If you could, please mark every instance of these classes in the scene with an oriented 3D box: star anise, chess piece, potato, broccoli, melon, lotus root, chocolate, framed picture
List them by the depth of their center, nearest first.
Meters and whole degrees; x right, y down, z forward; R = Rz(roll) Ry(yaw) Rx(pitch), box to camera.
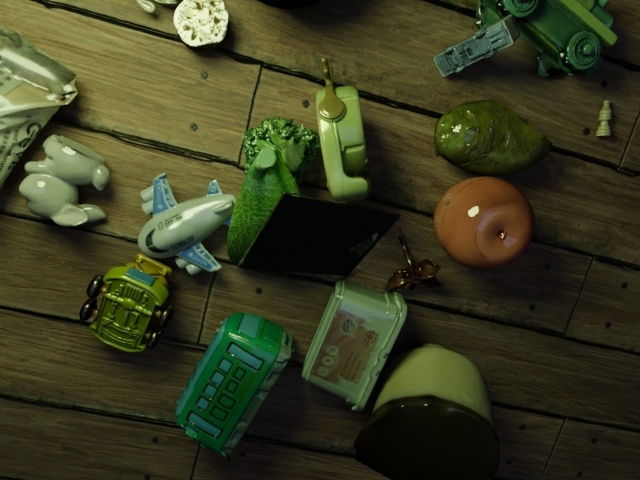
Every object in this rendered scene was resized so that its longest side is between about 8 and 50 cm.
[{"bbox_3d":[-0.264,-0.489,1.015,0.123,0.081,0.112,-12,102,-2],"label":"lotus root"},{"bbox_3d":[-0.124,-0.058,1.030,0.196,0.124,0.323,-6,147,-10],"label":"melon"},{"bbox_3d":[0.000,0.000,1.055,0.324,0.013,0.244,7,136,-35],"label":"framed picture"},{"bbox_3d":[-0.092,-0.201,1.066,0.196,0.156,0.195,-10,106,-37],"label":"broccoli"},{"bbox_3d":[0.421,-0.250,1.107,0.299,0.141,0.175,6,115,-14],"label":"potato"},{"bbox_3d":[0.741,-0.319,1.173,0.035,0.035,0.092,-1,99,-5],"label":"chess piece"},{"bbox_3d":[0.288,0.445,1.182,0.314,0.297,0.326,31,116,-4],"label":"chocolate"},{"bbox_3d":[0.246,0.059,1.207,0.159,0.144,0.140,-7,148,3],"label":"star anise"}]

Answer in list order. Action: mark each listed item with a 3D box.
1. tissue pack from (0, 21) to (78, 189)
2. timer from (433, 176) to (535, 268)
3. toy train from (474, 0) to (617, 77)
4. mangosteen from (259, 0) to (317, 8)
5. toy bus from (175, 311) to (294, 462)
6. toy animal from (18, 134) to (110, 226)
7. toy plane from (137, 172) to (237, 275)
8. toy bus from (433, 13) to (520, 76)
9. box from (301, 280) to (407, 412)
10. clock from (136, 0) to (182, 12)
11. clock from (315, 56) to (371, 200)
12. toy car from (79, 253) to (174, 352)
[{"bbox_3d":[-0.778,-0.312,0.951,0.390,0.195,0.375,38,93,-12],"label":"tissue pack"},{"bbox_3d":[0.399,-0.045,1.113,0.230,0.215,0.229,-2,109,-6],"label":"timer"},{"bbox_3d":[0.541,-0.545,1.051,0.369,0.150,0.237,32,92,-13],"label":"toy train"},{"bbox_3d":[-0.088,-0.614,0.910,0.314,0.297,0.296,-22,105,28],"label":"mangosteen"},{"bbox_3d":[-0.227,0.360,1.159,0.200,0.183,0.343,29,98,-8],"label":"toy bus"},{"bbox_3d":[-0.582,-0.133,1.044,0.179,0.127,0.192,21,97,-11],"label":"toy animal"},{"bbox_3d":[-0.321,-0.040,1.093,0.267,0.122,0.266,-1,103,-2],"label":"toy plane"},{"bbox_3d":[0.355,-0.445,1.033,0.075,0.191,0.064,-45,110,-26],"label":"toy bus"},{"bbox_3d":[0.079,0.262,1.182,0.183,0.175,0.311,21,100,0],"label":"box"},{"bbox_3d":[-0.336,-0.598,0.993,0.191,0.062,0.151,-26,104,2],"label":"clock"},{"bbox_3d":[0.050,-0.247,1.020,0.096,0.235,0.307,-8,100,7],"label":"clock"},{"bbox_3d":[-0.458,0.151,1.111,0.201,0.142,0.247,29,121,-10],"label":"toy car"}]
